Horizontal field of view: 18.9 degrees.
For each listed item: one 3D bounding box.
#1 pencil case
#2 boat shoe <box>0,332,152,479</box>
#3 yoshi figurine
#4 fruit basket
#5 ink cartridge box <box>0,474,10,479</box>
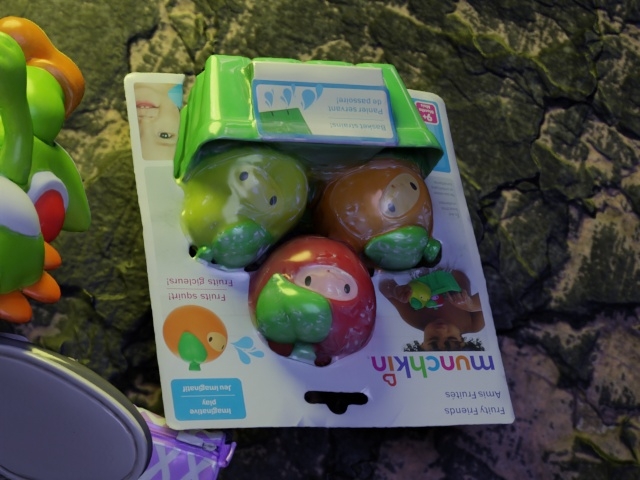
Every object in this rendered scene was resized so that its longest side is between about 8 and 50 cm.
[{"bbox_3d":[-0.177,0.171,1.618,0.206,0.088,0.086,18,57,-11],"label":"pencil case"},{"bbox_3d":[-0.270,0.116,1.525,0.335,0.112,0.095,12,16,20],"label":"boat shoe"},{"bbox_3d":[-0.309,-0.056,1.548,0.203,0.203,0.362,-7,30,4],"label":"yoshi figurine"},{"bbox_3d":[0.000,0.000,1.716,0.327,0.165,0.353,2,55,-20],"label":"fruit basket"},{"bbox_3d":[-0.258,0.326,1.490,0.198,0.115,0.273,7,62,-18],"label":"ink cartridge box"}]
